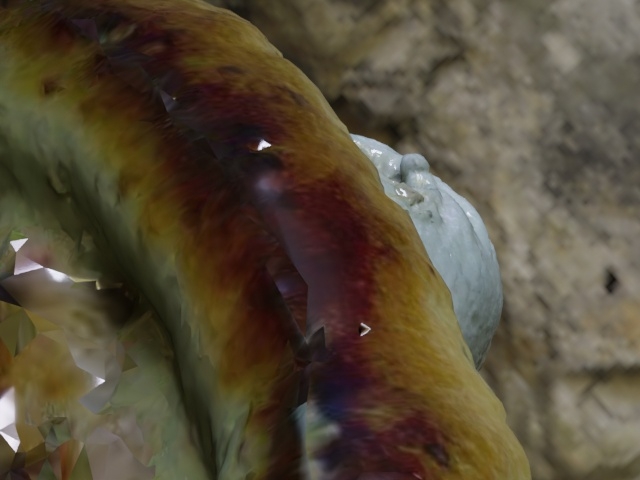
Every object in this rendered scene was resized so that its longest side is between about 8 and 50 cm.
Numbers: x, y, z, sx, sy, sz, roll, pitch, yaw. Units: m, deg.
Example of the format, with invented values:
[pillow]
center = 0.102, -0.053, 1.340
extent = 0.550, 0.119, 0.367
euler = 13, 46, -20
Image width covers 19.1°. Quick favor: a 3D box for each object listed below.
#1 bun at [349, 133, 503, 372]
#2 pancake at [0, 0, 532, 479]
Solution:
[bun]
center = 0.000, 0.000, 0.660
extent = 0.083, 0.141, 0.141
euler = -64, -23, 7
[pancake]
center = -0.144, 0.021, 0.509
extent = 0.305, 0.427, 0.067
euler = -32, -43, -11
